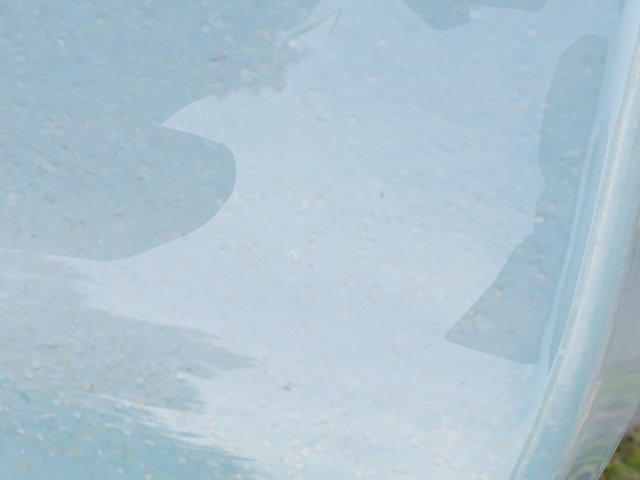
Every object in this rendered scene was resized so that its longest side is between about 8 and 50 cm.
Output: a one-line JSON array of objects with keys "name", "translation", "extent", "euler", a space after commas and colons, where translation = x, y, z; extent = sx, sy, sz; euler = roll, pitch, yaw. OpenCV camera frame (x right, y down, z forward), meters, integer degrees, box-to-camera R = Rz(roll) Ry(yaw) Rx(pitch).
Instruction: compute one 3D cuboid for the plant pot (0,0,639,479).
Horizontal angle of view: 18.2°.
[{"name": "plant pot", "translation": [0.000, 0.000, 0.657], "extent": [0.248, 0.247, 0.252], "euler": [9, 95, 16]}]
